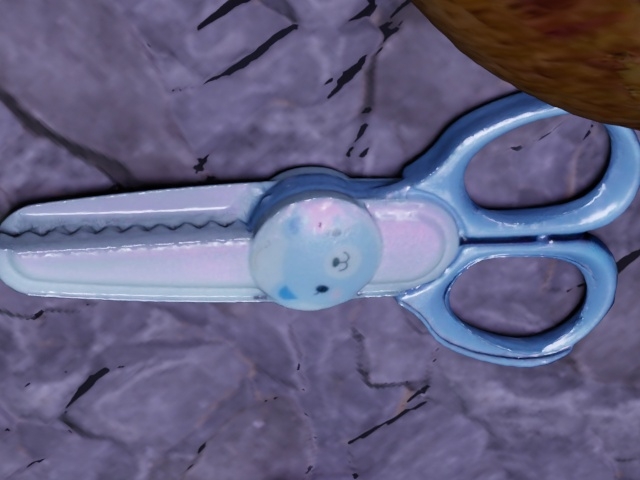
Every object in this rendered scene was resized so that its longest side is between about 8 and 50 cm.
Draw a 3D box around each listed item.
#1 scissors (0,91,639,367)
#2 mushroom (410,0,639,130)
[{"bbox_3d":[0.000,0.000,0.564,0.256,0.030,0.125,-2,122,-9],"label":"scissors"},{"bbox_3d":[0.132,-0.189,0.366,0.345,0.239,0.345,-14,147,-9],"label":"mushroom"}]
